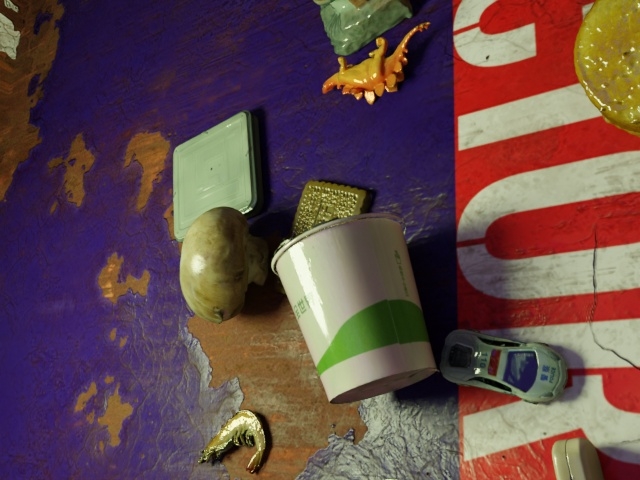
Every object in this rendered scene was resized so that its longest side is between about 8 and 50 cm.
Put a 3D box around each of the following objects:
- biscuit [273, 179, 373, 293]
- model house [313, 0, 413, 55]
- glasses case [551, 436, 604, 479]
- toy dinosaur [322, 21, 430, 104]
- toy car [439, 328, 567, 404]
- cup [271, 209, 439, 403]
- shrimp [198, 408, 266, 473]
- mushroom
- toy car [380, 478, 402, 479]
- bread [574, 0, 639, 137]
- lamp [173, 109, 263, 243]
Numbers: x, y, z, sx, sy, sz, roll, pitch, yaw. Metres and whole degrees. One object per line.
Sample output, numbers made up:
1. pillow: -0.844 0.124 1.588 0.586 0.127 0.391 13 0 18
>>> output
1. biscuit: 0.000 0.000 1.403 0.172 0.029 0.254 14 84 42
2. model house: 0.006 -0.583 1.404 0.194 0.325 0.267 -27 59 27
3. glasses case: 0.366 0.371 0.942 0.050 0.083 0.196 -23 60 33
4. toy dinosaur: 0.113 -0.342 1.406 0.288 0.070 0.117 -16 76 39
5. toy car: 0.284 0.196 1.088 0.205 0.056 0.095 6 78 41
6. cup: 0.066 0.122 1.176 0.253 0.253 0.274 -29 65 28
7. shrimp: -0.172 0.428 1.395 0.178 0.034 0.124 -45 58 12
8. mushroom: -0.206 0.055 1.446 0.255 0.184 0.255 -174 90 -70
9. toy car: 0.124 0.482 1.081 0.235 0.145 0.235 -28 43 29
10. bread: 0.496 -0.273 1.007 0.268 0.146 0.268 -1 89 43
11. lamp: -0.249 -0.149 1.643 0.266 0.047 0.269 -21 63 31
